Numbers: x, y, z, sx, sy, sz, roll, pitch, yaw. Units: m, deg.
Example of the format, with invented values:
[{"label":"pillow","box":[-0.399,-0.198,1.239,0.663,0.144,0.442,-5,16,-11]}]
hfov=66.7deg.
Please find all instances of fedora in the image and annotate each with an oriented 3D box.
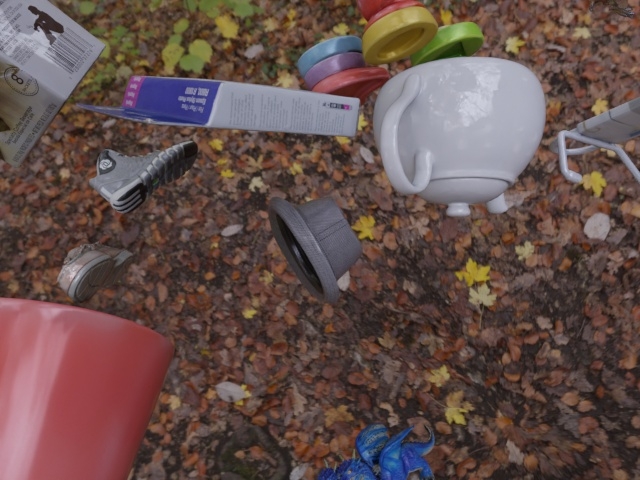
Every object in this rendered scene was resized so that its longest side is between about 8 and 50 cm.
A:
[{"label":"fedora","box":[0.000,0.000,0.985,0.124,0.275,0.244,-31,80,-12]}]

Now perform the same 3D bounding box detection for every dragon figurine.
[{"label":"dragon figurine","box":[0.115,0.352,0.800,0.085,0.289,0.144,-17,98,47]}]

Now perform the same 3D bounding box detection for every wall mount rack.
[{"label":"wall mount rack","box":[0.590,-0.155,0.822,0.350,0.303,0.131,-24,63,60]}]

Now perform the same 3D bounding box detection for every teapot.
[{"label":"teapot","box":[0.189,-0.127,0.685,0.255,0.252,0.187,2,85,-4]}]

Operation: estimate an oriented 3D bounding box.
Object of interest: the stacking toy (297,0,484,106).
[{"label":"stacking toy","box":[0.118,-0.358,0.878,0.309,0.279,0.131,-23,84,55]}]

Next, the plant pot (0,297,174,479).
[{"label":"plant pot","box":[-0.332,0.224,0.564,0.274,0.275,0.243,-6,62,20]}]

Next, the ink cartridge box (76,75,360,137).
[{"label":"ink cartridge box","box":[-0.165,-0.216,0.760,0.324,0.330,0.072,23,111,46]}]

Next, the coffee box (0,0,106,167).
[{"label":"coffee box","box":[-0.423,-0.237,0.526,0.168,0.297,0.119,-28,39,38]}]

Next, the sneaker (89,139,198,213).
[{"label":"sneaker","box":[-0.362,-0.161,0.975,0.132,0.086,0.229,33,50,11]}]

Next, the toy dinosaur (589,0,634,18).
[{"label":"toy dinosaur","box":[0.721,-0.606,1.081,0.200,0.295,0.127,-38,79,20]}]

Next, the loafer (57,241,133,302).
[{"label":"loafer","box":[-0.199,0.022,0.416,0.039,0.125,0.045,31,90,-6]}]
